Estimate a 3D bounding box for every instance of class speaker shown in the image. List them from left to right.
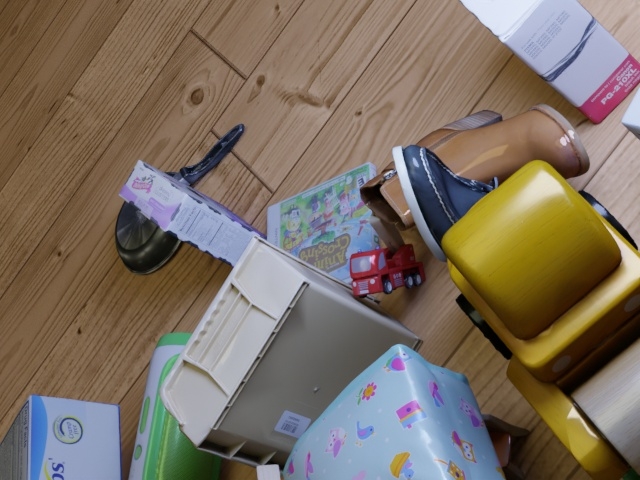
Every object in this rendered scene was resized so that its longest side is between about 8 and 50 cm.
[{"bbox_3d":[-0.211,0.294,1.746,0.131,0.131,0.296,-13,60,39],"label":"speaker"}]

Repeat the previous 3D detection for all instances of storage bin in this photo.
[{"bbox_3d":[-0.038,0.171,1.555,0.123,0.262,0.260,36,95,45],"label":"storage bin"}]

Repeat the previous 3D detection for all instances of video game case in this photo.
[{"bbox_3d":[0.000,0.000,1.786,0.212,0.023,0.193,-22,55,34],"label":"video game case"}]

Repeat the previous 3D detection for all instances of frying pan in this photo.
[{"bbox_3d":[-0.257,-0.062,2.054,0.326,0.053,0.197,-30,51,33],"label":"frying pan"}]

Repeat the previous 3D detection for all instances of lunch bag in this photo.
[{"bbox_3d":[0.069,0.289,1.317,0.262,0.160,0.223,-43,40,24],"label":"lunch bag"}]

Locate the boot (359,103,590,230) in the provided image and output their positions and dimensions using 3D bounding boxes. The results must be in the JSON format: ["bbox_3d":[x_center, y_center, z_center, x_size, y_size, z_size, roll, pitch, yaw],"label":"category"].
[{"bbox_3d":[0.190,-0.089,1.502,0.220,0.109,0.283,-31,26,-17],"label":"boot"}]

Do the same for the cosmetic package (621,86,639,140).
[{"bbox_3d":[0.473,-0.162,1.325,0.151,0.151,0.183,28,89,48],"label":"cosmetic package"}]

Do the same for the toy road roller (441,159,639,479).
[{"bbox_3d":[0.259,0.067,1.196,0.202,0.240,0.329,-41,51,5],"label":"toy road roller"}]

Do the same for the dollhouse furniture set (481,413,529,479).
[{"bbox_3d":[0.191,0.329,1.342,0.259,0.135,0.262,-10,62,40],"label":"dollhouse furniture set"}]

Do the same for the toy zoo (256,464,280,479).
[{"bbox_3d":[-0.058,0.455,1.459,0.192,0.030,0.293,-103,12,-59],"label":"toy zoo"}]

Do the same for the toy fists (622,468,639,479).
[{"bbox_3d":[0.367,0.182,1.284,0.142,0.096,0.279,-40,48,22],"label":"toy fists"}]

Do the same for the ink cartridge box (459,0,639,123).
[{"bbox_3d":[0.286,-0.277,1.502,0.100,0.237,0.172,-47,44,14],"label":"ink cartridge box"}]

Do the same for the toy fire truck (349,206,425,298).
[{"bbox_3d":[0.097,0.002,1.607,0.047,0.192,0.135,-11,89,32],"label":"toy fire truck"}]

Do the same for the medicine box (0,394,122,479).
[{"bbox_3d":[-0.417,0.423,1.797,0.289,0.149,0.263,-50,38,45],"label":"medicine box"}]

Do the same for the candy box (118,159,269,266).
[{"bbox_3d":[-0.200,-0.036,1.869,0.165,0.196,0.070,35,94,48],"label":"candy box"}]

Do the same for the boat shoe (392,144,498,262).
[{"bbox_3d":[0.193,-0.017,1.390,0.113,0.340,0.127,-21,46,18],"label":"boat shoe"}]
